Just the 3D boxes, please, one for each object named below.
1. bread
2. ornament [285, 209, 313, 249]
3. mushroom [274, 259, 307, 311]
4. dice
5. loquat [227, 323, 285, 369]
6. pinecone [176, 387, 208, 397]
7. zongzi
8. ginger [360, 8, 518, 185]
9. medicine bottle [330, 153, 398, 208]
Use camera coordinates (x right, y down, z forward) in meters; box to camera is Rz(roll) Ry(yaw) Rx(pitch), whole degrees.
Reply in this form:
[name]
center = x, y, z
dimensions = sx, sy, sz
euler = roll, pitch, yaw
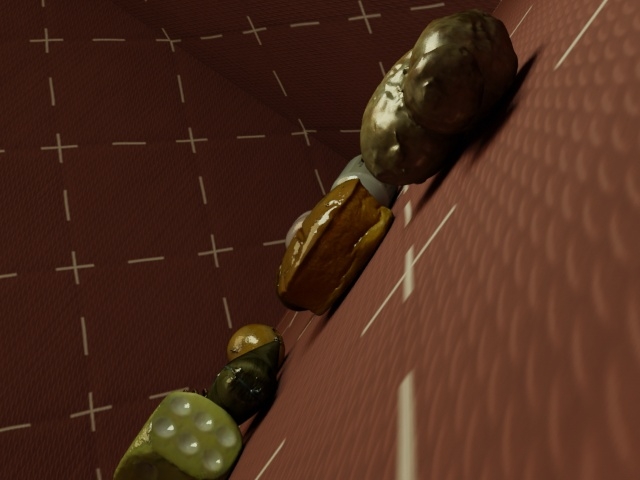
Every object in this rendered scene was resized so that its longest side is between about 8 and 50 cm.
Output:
[bread]
center = 0.021, 0.011, 1.182
dimensions = 0.269, 0.143, 0.195
euler = -54, 1, -3
[ornament]
center = 0.001, 0.000, 1.657
dimensions = 0.177, 0.177, 0.177
euler = -56, 1, 1
[mushroom]
center = -0.008, 0.082, 1.388
dimensions = 0.227, 0.148, 0.217
euler = -61, 16, 9
[dice]
center = -0.250, 0.389, 1.109
dimensions = 0.169, 0.169, 0.166
euler = -56, 1, 30
[loquat]
center = -0.150, 0.262, 1.460
dimensions = 0.141, 0.141, 0.141
euler = -56, 1, 1
[pinecone]
center = -0.333, 0.482, 1.646
dimensions = 0.207, 0.208, 0.208
euler = -56, 1, 1
[zongzi]
center = -0.118, 0.252, 1.232
dimensions = 0.242, 0.112, 0.221
euler = -47, -2, -34
[ginger]
center = 0.161, -0.205, 0.859
dimensions = 0.244, 0.155, 0.304
euler = -55, 0, -14
[medicine bottle]
center = 0.092, -0.099, 1.388
dimensions = 0.135, 0.135, 0.215
euler = -56, 1, 35
